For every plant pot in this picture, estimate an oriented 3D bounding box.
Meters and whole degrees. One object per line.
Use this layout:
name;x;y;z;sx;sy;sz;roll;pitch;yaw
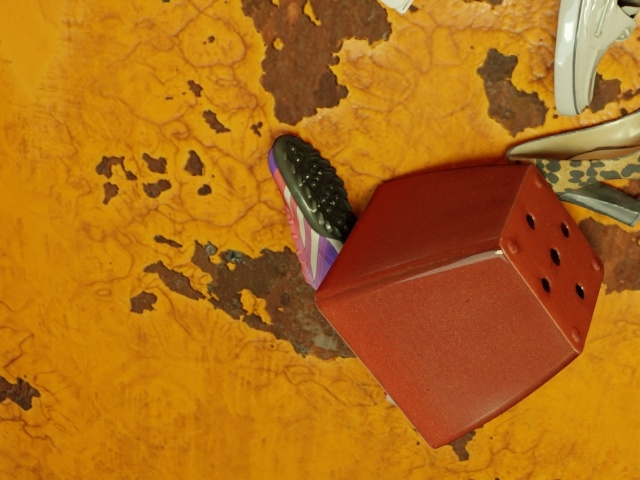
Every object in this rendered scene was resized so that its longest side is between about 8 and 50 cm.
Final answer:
plant pot;0.198;0.056;1.391;0.235;0.267;0.267;-24;112;37

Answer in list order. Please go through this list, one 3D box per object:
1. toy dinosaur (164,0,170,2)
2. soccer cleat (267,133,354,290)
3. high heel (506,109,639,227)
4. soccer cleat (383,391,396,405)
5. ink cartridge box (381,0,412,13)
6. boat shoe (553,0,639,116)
toy dinosaur;-0.183;-0.411;1.309;0.322;0.164;0.218;39;111;17
soccer cleat;0.000;0.000;1.539;0.116;0.109;0.318;-19;117;32
high heel;0.346;-0.139;1.339;0.186;0.093;0.261;22;132;1
soccer cleat;0.142;0.173;1.631;0.076;0.068;0.196;11;132;5
ink cartridge box;0.065;-0.366;1.192;0.172;0.237;0.100;32;126;-5
boat shoe;0.322;-0.265;1.269;0.088;0.096;0.268;11;116;17
